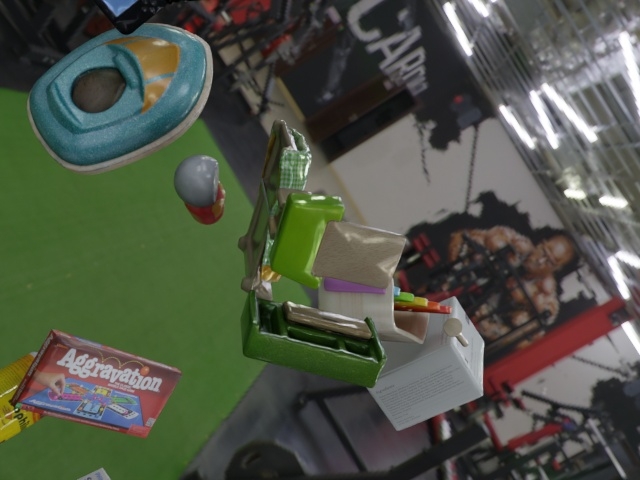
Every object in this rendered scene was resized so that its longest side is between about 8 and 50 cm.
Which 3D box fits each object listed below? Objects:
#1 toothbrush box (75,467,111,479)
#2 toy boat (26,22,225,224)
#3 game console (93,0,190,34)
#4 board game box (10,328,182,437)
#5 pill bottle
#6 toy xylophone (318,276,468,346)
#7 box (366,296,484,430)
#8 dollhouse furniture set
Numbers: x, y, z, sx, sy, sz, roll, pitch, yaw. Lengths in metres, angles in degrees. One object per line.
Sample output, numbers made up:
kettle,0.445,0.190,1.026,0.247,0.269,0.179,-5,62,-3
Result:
toothbrush box,-0.525,0.615,1.715,0.206,0.283,0.122,29,-45,52
toy boat,-0.229,-0.160,1.147,0.318,0.267,0.148,51,-12,13
game console,-0.236,-0.335,1.073,0.144,0.124,0.085,51,0,-41
board game box,-0.390,0.260,1.514,0.281,0.145,0.027,28,3,-43
pill bottle,-0.550,0.283,1.552,0.117,0.215,0.117,34,-39,33
toy xylophone,0.122,0.117,1.371,0.323,0.236,0.081,49,46,-75
box,0.193,0.222,1.552,0.119,0.182,0.181,56,23,-15
dollhouse furniture set,0.000,0.000,1.009,0.151,0.197,0.301,14,20,-13
